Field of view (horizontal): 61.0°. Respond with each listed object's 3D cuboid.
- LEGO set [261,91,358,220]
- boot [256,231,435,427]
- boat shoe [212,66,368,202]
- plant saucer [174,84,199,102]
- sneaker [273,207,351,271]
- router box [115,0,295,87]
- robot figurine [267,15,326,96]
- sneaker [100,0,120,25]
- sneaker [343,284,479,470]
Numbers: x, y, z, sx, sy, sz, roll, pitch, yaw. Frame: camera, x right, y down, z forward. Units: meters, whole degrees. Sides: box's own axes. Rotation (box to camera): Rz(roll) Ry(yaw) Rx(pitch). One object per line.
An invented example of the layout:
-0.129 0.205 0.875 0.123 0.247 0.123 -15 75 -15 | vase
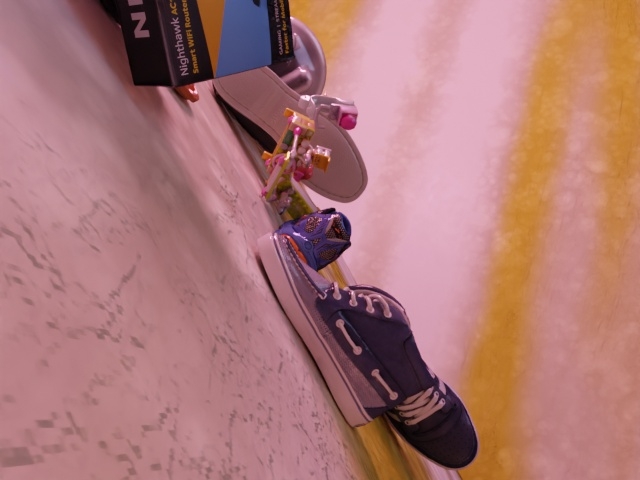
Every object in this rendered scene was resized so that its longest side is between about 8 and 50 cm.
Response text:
-0.027 -0.067 0.782 0.107 0.132 0.286 -84 180 -48 | LEGO set
0.023 0.063 0.481 0.189 0.086 0.069 61 3 -3 | boot
-0.046 -0.178 0.880 0.302 0.114 0.091 47 -5 -6 | boat shoe
-0.147 -0.173 0.534 0.083 0.013 0.083 60 4 -7 | plant saucer
0.000 0.000 0.680 0.083 0.087 0.221 61 3 -7 | sneaker
-0.083 -0.206 0.372 0.133 0.046 0.178 -35 126 -46 | router box
-0.098 -0.337 1.076 0.353 0.200 0.299 -109 178 -73 | robot figurine
-0.161 -0.254 0.401 0.234 0.084 0.097 59 2 -44 | sneaker
0.105 0.173 0.685 0.282 0.099 0.153 55 -3 12 | sneaker
